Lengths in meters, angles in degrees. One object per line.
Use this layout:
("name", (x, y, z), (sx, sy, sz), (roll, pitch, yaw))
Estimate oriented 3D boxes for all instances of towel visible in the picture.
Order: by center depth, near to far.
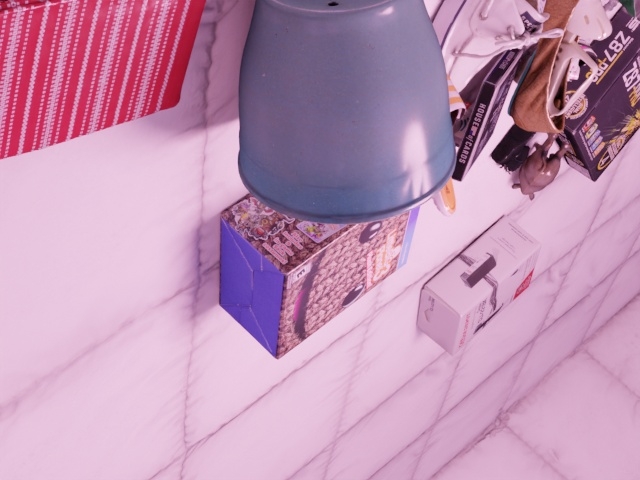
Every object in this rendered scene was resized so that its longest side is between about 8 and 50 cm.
("towel", (-0.233, -0.185, 1.131), (0.275, 0.031, 0.198), (-24, 149, -41))

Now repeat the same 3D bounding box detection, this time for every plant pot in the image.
("plant pot", (0.026, -0.202, 1.300), (0.272, 0.272, 0.255), (-34, 138, -32))

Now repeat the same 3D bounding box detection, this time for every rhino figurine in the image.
("rhino figurine", (0.456, -0.146, 2.331), (0.106, 0.073, 0.243), (-60, 175, -10))

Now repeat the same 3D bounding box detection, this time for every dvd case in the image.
("dvd case", (0.281, -0.220, 1.855), (0.238, 0.030, 0.179), (-49, 160, -57))

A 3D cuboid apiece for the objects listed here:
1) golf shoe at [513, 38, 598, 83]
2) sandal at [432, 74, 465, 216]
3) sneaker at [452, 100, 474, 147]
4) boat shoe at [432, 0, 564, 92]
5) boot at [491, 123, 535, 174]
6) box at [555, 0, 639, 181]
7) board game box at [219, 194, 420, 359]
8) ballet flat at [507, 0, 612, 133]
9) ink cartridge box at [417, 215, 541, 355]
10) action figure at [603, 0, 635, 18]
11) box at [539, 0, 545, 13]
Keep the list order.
("golf shoe", (0.429, -0.321, 2.013), (0.186, 0.086, 0.067), (-30, 152, -30))
("sandal", (0.181, -0.170, 1.626), (0.076, 0.265, 0.102), (-15, 179, 20))
("sneaker", (0.223, -0.207, 1.882), (0.161, 0.057, 0.075), (20, 94, -65))
("boat shoe", (0.284, -0.338, 1.642), (0.136, 0.156, 0.367), (-10, 135, -56))
("boot", (0.396, -0.187, 2.211), (0.121, 0.045, 0.099), (-47, 155, 13))
("box", (0.626, -0.315, 2.356), (0.318, 0.097, 0.395), (-53, 156, 2))
("board game box", (0.000, 0.000, 1.681), (0.291, 0.141, 0.232), (-36, 154, -28))
("ballet flat", (0.416, -0.327, 1.868), (0.116, 0.124, 0.342), (-27, 139, -47))
("ink cartridge box", (0.355, 0.104, 2.496), (0.273, 0.114, 0.197), (-38, 155, -21))
("action figure", (0.494, -0.498, 1.846), (0.064, 0.137, 0.232), (-23, 139, -23))
("box", (0.338, -0.403, 1.735), (0.081, 0.028, 0.136), (29, 78, -66))
